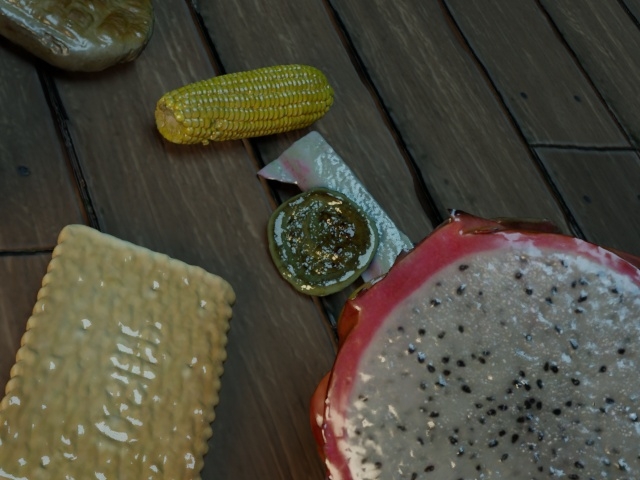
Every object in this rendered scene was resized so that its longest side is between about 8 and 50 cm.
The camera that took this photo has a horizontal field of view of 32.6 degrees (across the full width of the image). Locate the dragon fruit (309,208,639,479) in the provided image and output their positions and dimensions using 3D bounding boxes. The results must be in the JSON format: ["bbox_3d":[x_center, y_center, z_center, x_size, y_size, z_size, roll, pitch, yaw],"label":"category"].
[{"bbox_3d":[0.142,0.133,0.841,0.306,0.226,0.305,0,80,3],"label":"dragon fruit"}]

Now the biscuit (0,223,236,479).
[{"bbox_3d":[-0.153,0.102,0.831,0.160,0.030,0.249,21,44,-16],"label":"biscuit"}]

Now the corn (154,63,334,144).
[{"bbox_3d":[-0.069,-0.133,1.068,0.206,0.067,0.067,-18,64,-40],"label":"corn"}]

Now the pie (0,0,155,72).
[{"bbox_3d":[-0.251,-0.239,1.060,0.195,0.046,0.195,19,43,-18],"label":"pie"}]

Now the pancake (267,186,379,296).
[{"bbox_3d":[-0.001,-0.001,1.002,0.108,0.017,0.108,1,67,-2],"label":"pancake"}]

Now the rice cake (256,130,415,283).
[{"bbox_3d":[0.049,0.015,1.031,0.081,0.051,0.290,-34,71,-11],"label":"rice cake"}]
